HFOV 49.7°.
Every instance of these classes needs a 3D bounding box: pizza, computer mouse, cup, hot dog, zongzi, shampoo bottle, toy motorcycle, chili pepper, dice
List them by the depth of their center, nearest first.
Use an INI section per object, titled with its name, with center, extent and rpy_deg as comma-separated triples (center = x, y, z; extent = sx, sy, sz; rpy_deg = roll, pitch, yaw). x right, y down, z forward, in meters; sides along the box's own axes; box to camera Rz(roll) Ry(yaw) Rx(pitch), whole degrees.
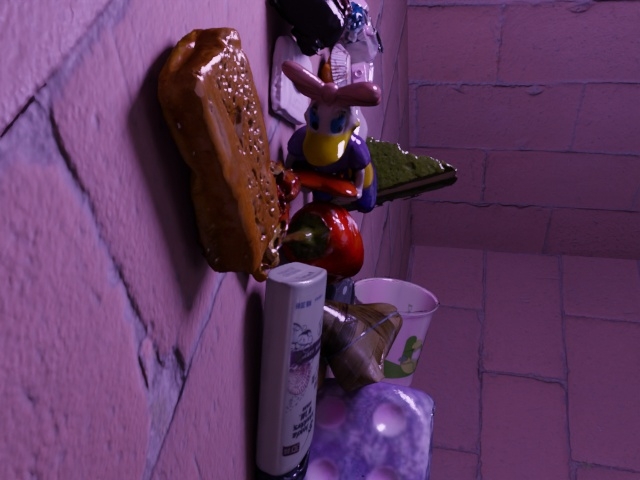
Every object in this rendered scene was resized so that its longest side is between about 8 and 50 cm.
[pizza]
center = -0.067, -0.064, 0.993
extent = 0.193, 0.053, 0.201
rpy_deg = -66, 154, -47
[shampoo bottle]
center = -0.045, 0.217, 1.095
extent = 0.134, 0.078, 0.360
rpy_deg = -24, 122, -61
[chili pepper]
center = 0.003, -0.004, 1.193
extent = 0.338, 0.131, 0.135
rpy_deg = 42, 51, -75
[zongzi]
center = 0.049, 0.142, 1.345
extent = 0.242, 0.112, 0.221
rpy_deg = 52, 33, -8
[dice]
center = 0.091, 0.433, 1.409
extent = 0.270, 0.271, 0.270
rpy_deg = 64, 32, -68
[hot dog]
center = 0.036, -0.314, 1.436
extent = 0.191, 0.059, 0.108
rpy_deg = 82, 19, -54
[computer mouse]
center = 0.011, 0.167, 1.446
extent = 0.126, 0.071, 0.231
rpy_deg = -20, 122, -63
[toy motorcycle]
center = 0.070, -0.427, 1.463
extent = 0.204, 0.108, 0.239
rpy_deg = -18, 86, -82
[cup]
center = 0.192, 0.269, 1.988
extent = 0.253, 0.253, 0.274
rpy_deg = -54, 155, -69

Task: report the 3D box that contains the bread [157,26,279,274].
[bread]
center = -0.110, -0.085, 0.758
extent = 0.271, 0.077, 0.139
rpy_deg = 80, 22, -43

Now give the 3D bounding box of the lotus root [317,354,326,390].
[lotus root]
center = -0.022, 0.254, 1.322
extent = 0.150, 0.062, 0.073
rpy_deg = -47, 139, -74

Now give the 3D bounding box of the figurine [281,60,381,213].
[figurine]
center = 0.028, -0.165, 1.143
extent = 0.421, 0.154, 0.193
rpy_deg = 16, 89, -82

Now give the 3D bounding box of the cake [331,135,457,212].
[cake]
center = 0.132, -0.171, 1.448
extent = 0.158, 0.283, 0.172
rpy_deg = 30, 48, -77

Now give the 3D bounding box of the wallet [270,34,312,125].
[wallet]
center = -0.044, -0.258, 1.133
extent = 0.183, 0.031, 0.124
rpy_deg = -3, 100, -79

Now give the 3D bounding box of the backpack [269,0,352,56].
[backpack]
center = -0.005, -0.361, 1.076
extent = 0.120, 0.106, 0.165
rpy_deg = 50, 21, -13
